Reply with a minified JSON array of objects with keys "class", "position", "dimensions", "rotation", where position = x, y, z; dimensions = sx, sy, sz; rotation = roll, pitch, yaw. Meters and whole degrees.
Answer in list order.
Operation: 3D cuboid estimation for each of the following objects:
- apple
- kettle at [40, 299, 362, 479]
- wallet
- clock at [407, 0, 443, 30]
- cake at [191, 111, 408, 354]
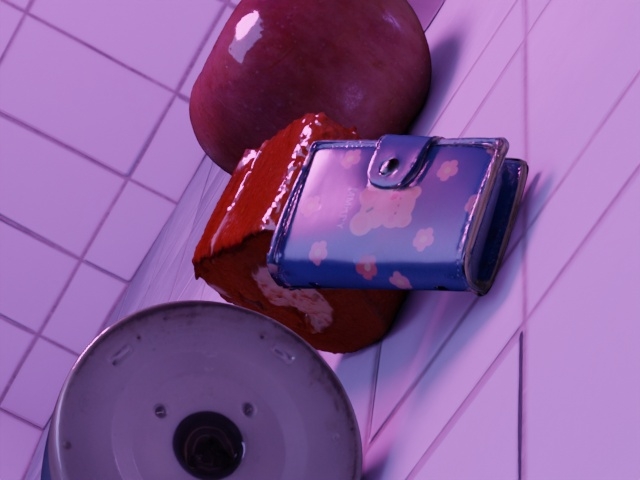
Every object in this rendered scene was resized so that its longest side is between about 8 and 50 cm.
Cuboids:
[{"class":"apple","position":[-0.009,-0.185,2.084],"dimensions":[0.306,0.235,0.306],"rotation":[-59,7,12]},{"class":"kettle","position":[-0.122,0.264,1.550],"dimensions":[0.342,0.247,0.319],"rotation":[119,148,-58]},{"class":"wallet","position":[0.060,-0.023,1.485],"dimensions":[0.202,0.059,0.141],"rotation":[0,58,40]},{"class":"clock","position":[0.120,-0.337,2.320],"dimensions":[0.197,0.068,0.197],"rotation":[-59,10,18]},{"class":"cake","position":[0.000,0.000,1.711],"dimensions":[0.283,0.177,0.151],"rotation":[-28,35,64]}]
